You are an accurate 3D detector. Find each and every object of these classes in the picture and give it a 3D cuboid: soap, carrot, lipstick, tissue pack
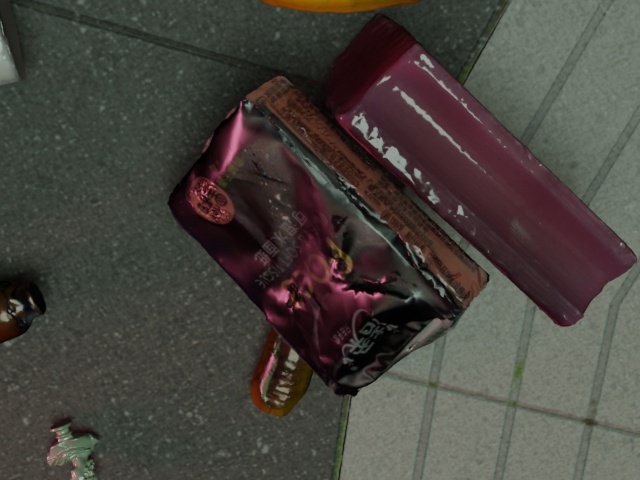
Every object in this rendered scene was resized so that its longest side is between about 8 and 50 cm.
[{"bbox_3d":[0.165,-0.080,1.523,0.359,0.233,0.128,41,97,-18],"label":"soap"},{"bbox_3d":[-0.024,0.091,1.654,0.070,0.070,0.260,13,106,-12],"label":"carrot"},{"bbox_3d":[-0.516,0.146,1.592,0.418,0.077,0.077,-23,112,7],"label":"lipstick"},{"bbox_3d":[0.000,0.000,1.490,0.332,0.123,0.245,45,141,0],"label":"tissue pack"}]

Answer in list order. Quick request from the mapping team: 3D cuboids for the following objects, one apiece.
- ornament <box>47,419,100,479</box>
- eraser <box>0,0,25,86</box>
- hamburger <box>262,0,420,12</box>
[{"bbox_3d":[-0.307,0.267,1.697,0.092,0.041,0.068,42,95,-10],"label":"ornament"},{"bbox_3d":[-0.469,-0.224,1.456,0.270,0.095,0.174,-14,96,-3],"label":"eraser"},{"bbox_3d":[0.021,-0.338,1.405,0.246,0.246,0.170,-3,113,-6],"label":"hamburger"}]
